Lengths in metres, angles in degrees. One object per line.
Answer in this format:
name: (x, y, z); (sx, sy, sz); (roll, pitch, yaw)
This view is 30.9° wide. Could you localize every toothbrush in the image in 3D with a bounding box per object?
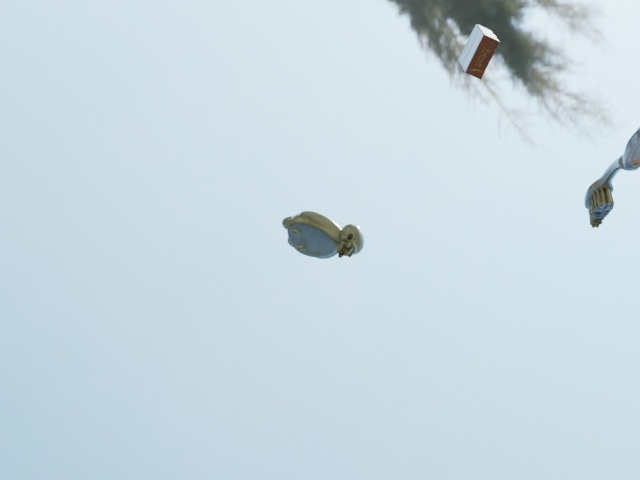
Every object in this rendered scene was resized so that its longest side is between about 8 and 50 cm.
toothbrush: (0.307, -0.096, 1.098); (0.028, 0.375, 0.037); (-3, -111, -4)

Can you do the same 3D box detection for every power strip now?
power strip: (0.000, 0.000, 1.078); (0.083, 0.055, 0.035); (7, -138, 28)

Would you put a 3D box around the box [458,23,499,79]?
box: (0.193, -0.232, 1.418); (0.023, 0.052, 0.082); (24, -162, -7)
